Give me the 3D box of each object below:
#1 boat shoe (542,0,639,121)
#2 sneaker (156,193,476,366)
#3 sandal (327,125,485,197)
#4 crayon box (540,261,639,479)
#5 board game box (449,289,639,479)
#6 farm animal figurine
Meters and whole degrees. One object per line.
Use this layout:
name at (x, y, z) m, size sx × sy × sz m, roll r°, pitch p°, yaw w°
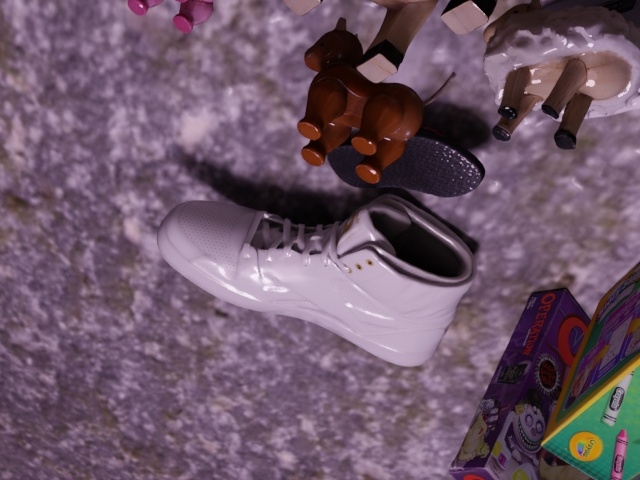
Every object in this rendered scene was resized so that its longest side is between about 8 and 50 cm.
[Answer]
boat shoe at (0.243, -0.136, 0.942) m, size 0.084 × 0.095 × 0.258 m, roll 46°, pitch 152°, yaw -27°
sneaker at (0.000, 0.000, 1.266) m, size 0.292 × 0.108 × 0.169 m, roll 21°, pitch 143°, yaw -3°
sandal at (0.074, -0.075, 1.177) m, size 0.179 × 0.040 × 0.067 m, roll 6°, pitch 134°, yaw 52°
crayon box at (0.289, 0.067, 1.076) m, size 0.081 × 0.165 × 0.278 m, roll 31°, pitch 145°, yaw -1°
board game box at (0.264, 0.237, 1.265) m, size 0.056 × 0.208 × 0.347 m, roll -16°, pitch 125°, yaw 42°
farm animal figurine at (0.027, -0.211, 0.912) m, size 0.326 × 0.172 × 0.330 m, roll -1°, pitch 138°, yaw 45°
